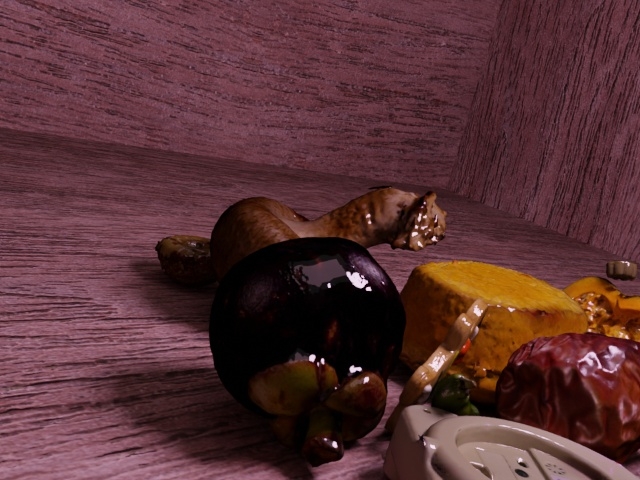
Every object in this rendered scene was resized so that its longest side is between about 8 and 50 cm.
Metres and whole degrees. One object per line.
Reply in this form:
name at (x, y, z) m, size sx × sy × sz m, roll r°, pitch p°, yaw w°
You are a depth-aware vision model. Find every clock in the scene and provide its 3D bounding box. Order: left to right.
clock at (0.238, 0.302, 0.857) m, size 0.309 × 0.114 × 0.284 m, roll 15°, pitch 11°, yaw -8°

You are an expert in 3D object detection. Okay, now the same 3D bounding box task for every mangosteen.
mangosteen at (-0.018, 0.140, 0.985) m, size 0.233 × 0.288 × 0.287 m, roll 8°, pitch 11°, yaw 16°

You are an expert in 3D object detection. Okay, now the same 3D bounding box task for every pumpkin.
pumpkin at (0.589, 0.227, 1.430) m, size 0.232 × 0.242 × 0.325 m, roll 41°, pitch -7°, yaw -31°

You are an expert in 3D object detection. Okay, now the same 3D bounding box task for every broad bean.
broad bean at (0.183, 0.227, 1.036) m, size 0.065 × 0.046 × 0.254 m, roll -9°, pitch -28°, yaw 10°

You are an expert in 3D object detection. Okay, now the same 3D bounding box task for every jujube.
jujube at (0.406, 0.234, 1.124) m, size 0.342 × 0.216 × 0.216 m, roll 3°, pitch 17°, yaw -43°

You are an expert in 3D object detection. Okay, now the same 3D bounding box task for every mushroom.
mushroom at (-0.011, 0.010, 1.329) m, size 0.334 × 0.356 × 0.331 m, roll 38°, pitch 30°, yaw 10°

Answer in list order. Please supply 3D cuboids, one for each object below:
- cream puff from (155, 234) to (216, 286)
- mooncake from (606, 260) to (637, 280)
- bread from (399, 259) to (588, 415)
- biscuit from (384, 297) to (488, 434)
cream puff at (-0.247, 0.041, 1.479) m, size 0.149 × 0.084 × 0.149 m, roll 11°, pitch 10°, yaw -2°
mooncake at (0.694, 0.122, 1.470) m, size 0.346 × 0.057 × 0.150 m, roll 26°, pitch -7°, yaw 5°
bread at (0.296, 0.156, 1.336) m, size 0.358 × 0.204 × 0.337 m, roll 5°, pitch 20°, yaw -42°
biscuit at (0.176, 0.170, 1.084) m, size 0.035 × 0.158 × 0.240 m, roll 36°, pitch 55°, yaw 16°
